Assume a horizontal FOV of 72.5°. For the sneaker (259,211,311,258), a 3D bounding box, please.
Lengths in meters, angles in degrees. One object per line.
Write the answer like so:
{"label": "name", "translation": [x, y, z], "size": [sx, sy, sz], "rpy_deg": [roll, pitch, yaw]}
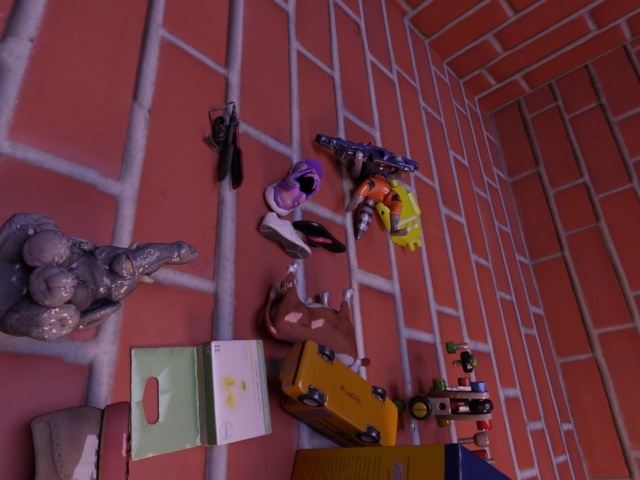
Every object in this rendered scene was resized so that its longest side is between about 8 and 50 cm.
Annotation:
{"label": "sneaker", "translation": [-0.075, -0.013, 1.028], "size": [0.152, 0.054, 0.061], "rpy_deg": [41, 41, -29]}

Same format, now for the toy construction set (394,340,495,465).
{"label": "toy construction set", "translation": [0.323, 0.474, 1.181], "size": [0.257, 0.237, 0.308], "rpy_deg": [-69, 150, -79]}

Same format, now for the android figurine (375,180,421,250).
{"label": "android figurine", "translation": [0.268, -0.095, 1.485], "size": [0.248, 0.056, 0.272], "rpy_deg": [-18, 84, -53]}

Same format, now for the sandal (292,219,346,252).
{"label": "sandal", "translation": [0.000, 0.000, 1.104], "size": [0.179, 0.067, 0.040], "rpy_deg": [35, 59, -38]}

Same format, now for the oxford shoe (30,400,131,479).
{"label": "oxford shoe", "translation": [-0.308, 0.379, 0.519], "size": [0.130, 0.123, 0.348], "rpy_deg": [5, 66, -20]}

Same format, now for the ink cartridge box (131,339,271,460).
{"label": "ink cartridge box", "translation": [-0.194, 0.259, 0.741], "size": [0.235, 0.056, 0.171], "rpy_deg": [14, 62, -49]}

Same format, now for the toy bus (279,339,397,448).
{"label": "toy bus", "translation": [0.037, 0.338, 0.913], "size": [0.333, 0.130, 0.108], "rpy_deg": [43, 44, -28]}

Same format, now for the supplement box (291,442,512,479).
{"label": "supplement box", "translation": [0.126, 0.487, 0.754], "size": [0.194, 0.357, 0.195], "rpy_deg": [41, 44, -29]}

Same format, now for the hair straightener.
{"label": "hair straightener", "translation": [-0.213, -0.227, 0.977], "size": [0.089, 0.047, 0.230], "rpy_deg": [23, 55, -43]}

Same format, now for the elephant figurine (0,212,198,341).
{"label": "elephant figurine", "translation": [-0.327, 0.057, 0.616], "size": [0.239, 0.186, 0.169], "rpy_deg": [9, 99, -76]}

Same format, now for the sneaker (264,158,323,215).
{"label": "sneaker", "translation": [-0.038, -0.148, 1.101], "size": [0.095, 0.105, 0.236], "rpy_deg": [55, 38, -13]}

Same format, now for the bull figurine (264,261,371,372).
{"label": "bull figurine", "translation": [0.003, 0.183, 0.981], "size": [0.310, 0.101, 0.188], "rpy_deg": [32, 45, -39]}

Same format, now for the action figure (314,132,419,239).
{"label": "action figure", "translation": [0.120, -0.184, 1.317], "size": [0.342, 0.178, 0.330], "rpy_deg": [17, 47, -13]}
